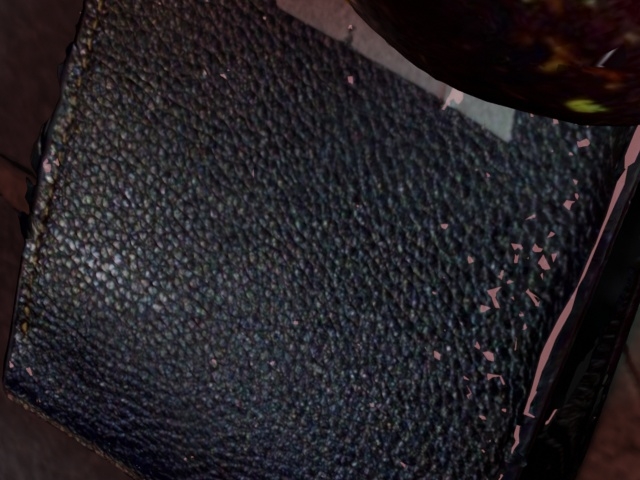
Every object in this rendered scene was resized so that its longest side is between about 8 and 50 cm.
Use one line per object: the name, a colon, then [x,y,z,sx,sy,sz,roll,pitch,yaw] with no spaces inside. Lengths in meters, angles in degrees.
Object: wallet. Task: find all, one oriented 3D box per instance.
wallet: [0.000,0.000,0.607,0.221,0.071,0.262,32,124,27]

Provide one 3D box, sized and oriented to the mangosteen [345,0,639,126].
mangosteen: [0.084,-0.133,0.408,0.217,0.192,0.192,-25,96,17]
